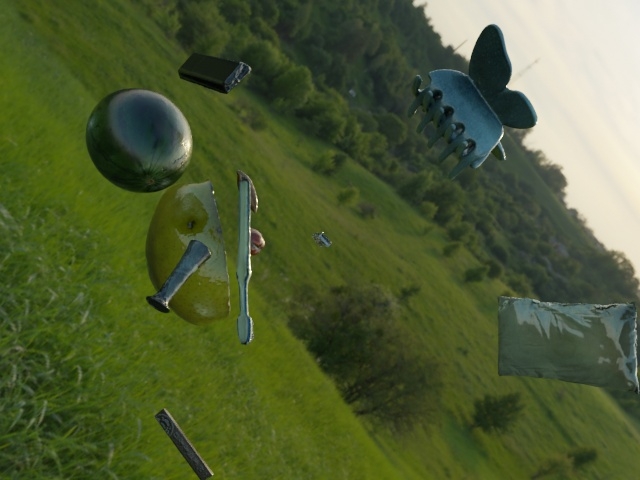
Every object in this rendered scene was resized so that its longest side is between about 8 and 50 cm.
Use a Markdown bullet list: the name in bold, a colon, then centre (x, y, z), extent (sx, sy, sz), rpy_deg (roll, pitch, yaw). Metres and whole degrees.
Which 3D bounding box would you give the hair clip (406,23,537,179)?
- **hair clip**: centre (0.430, -0.375, 1.670), extent (0.318, 0.238, 0.392), rpy_deg (61, -15, 12)

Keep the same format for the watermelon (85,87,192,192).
- **watermelon**: centre (-0.415, -0.230, 1.290), extent (0.242, 0.242, 0.242), rpy_deg (43, 22, -22)

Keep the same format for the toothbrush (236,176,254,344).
- **toothbrush**: centre (-0.128, 0.028, 0.940), extent (0.028, 0.026, 0.295), rpy_deg (39, 45, -67)

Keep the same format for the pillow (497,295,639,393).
- **pillow**: centre (0.419, 0.173, 0.964), extent (0.050, 0.229, 0.148), rpy_deg (5, 86, -54)

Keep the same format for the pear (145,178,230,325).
- **pear**: centre (-0.364, 0.040, 1.486), extent (0.191, 0.340, 0.387), rpy_deg (-10, 83, -20)

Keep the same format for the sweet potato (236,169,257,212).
- **sweet potato**: centre (-0.150, -0.101, 1.149), extent (0.095, 0.034, 0.034), rpy_deg (70, 20, -4)

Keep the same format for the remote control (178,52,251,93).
- **remote control**: centre (-0.191, -0.294, 0.972), extent (0.025, 0.063, 0.245), rpy_deg (44, -7, -37)

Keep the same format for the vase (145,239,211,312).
- **vase**: centre (-0.305, 0.077, 1.208), extent (0.059, 0.059, 0.167), rpy_deg (44, 56, -18)

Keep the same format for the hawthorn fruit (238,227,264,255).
- **hawthorn fruit**: centre (-0.220, 0.008, 1.815), extent (0.093, 0.093, 0.093), rpy_deg (43, 22, -22)

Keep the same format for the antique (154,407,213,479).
- **antique**: centre (-0.319, 0.477, 1.305), extent (0.192, 0.031, 0.015), rpy_deg (50, -1, 9)

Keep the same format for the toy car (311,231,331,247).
- **toy car**: centre (0.000, 0.000, 1.442), extent (0.041, 0.025, 0.093), rpy_deg (49, -14, -9)
